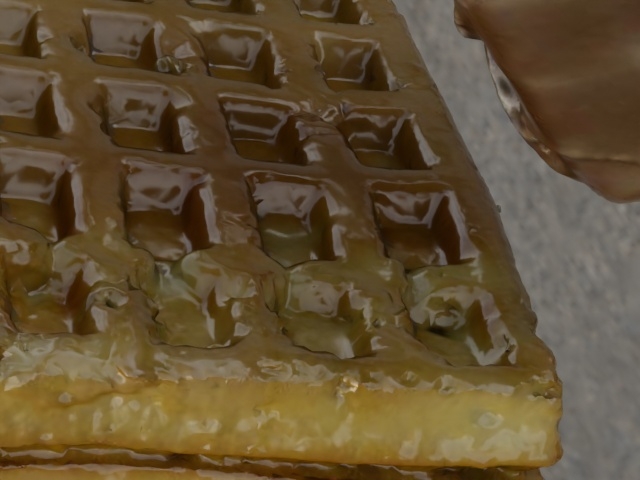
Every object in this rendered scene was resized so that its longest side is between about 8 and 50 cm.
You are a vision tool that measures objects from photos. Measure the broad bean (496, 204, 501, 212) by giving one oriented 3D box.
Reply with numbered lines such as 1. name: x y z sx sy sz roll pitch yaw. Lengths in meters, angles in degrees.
1. broad bean: 0.002 0.001 1.227 0.254 0.046 0.065 -7 13 -19

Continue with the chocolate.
1. chocolate: 0.080 -0.116 0.635 0.093 0.148 0.214 -25 49 21

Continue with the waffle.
1. waffle: -0.050 -0.009 0.747 0.224 0.098 0.328 4 29 -15
